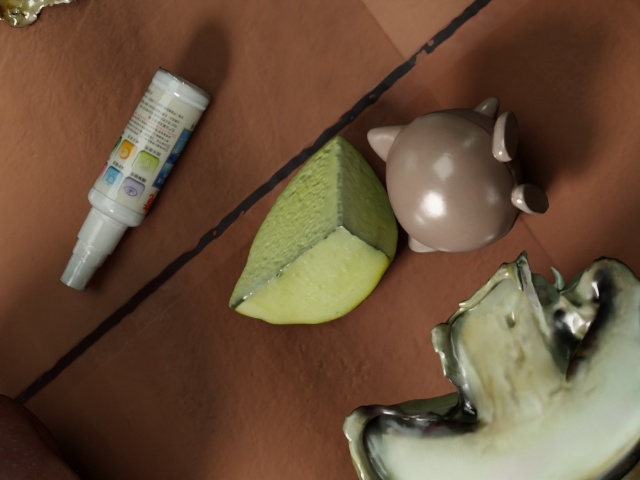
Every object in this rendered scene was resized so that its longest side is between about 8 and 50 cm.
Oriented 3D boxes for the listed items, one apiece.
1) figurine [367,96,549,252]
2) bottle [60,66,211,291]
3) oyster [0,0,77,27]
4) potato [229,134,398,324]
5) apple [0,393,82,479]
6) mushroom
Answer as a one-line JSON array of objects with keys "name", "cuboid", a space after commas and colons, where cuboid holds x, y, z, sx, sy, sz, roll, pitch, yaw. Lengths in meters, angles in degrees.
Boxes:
[{"name": "figurine", "cuboid": [0.113, -0.051, 1.658, 0.138, 0.125, 0.125, -10, 74, 38]}, {"name": "bottle", "cuboid": [-0.177, -0.053, 1.837, 0.060, 0.060, 0.217, 32, 93, 29]}, {"name": "oyster", "cuboid": [-0.228, -0.335, 1.913, 0.361, 0.096, 0.221, -12, 80, 28]}, {"name": "potato", "cuboid": [0.000, 0.000, 1.742, 0.149, 0.081, 0.120, -37, 33, 34]}, {"name": "apple", "cuboid": [-0.299, 0.271, 1.711, 0.235, 0.306, 0.306, -35, 62, -11]}, {"name": "mushroom", "cuboid": [0.172, 0.138, 1.555, 0.267, 0.164, 0.189, -44, 67, 9]}]
